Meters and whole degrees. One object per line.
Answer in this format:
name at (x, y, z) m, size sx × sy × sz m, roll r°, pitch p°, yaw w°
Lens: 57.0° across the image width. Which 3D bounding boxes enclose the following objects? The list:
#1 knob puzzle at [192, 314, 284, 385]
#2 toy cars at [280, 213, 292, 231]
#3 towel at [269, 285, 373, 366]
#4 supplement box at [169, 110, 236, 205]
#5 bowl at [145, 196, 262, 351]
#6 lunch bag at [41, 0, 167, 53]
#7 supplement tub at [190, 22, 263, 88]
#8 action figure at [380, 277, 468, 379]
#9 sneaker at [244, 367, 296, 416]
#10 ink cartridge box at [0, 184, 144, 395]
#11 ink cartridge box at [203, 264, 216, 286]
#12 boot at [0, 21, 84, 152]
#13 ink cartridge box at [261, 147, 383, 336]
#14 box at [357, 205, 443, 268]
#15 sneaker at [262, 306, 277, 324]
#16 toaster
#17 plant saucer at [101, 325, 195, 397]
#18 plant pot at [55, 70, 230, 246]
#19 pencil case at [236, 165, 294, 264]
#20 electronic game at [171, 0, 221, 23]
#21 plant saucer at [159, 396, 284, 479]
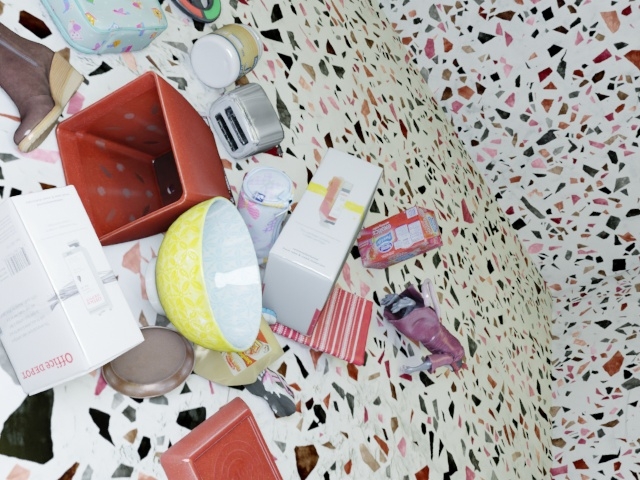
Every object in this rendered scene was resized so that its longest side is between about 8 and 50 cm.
knob puzzle at (-0.200, 0.233, 1.306) m, size 0.213 × 0.030 × 0.213 m, roll 5°, pitch 80°, yaw -25°
toy cars at (0.011, 0.094, 1.697) m, size 0.176 × 0.087 × 0.394 m, roll -9°, pitch 77°, yaw -57°
towel at (0.010, 0.204, 1.573) m, size 0.274 × 0.031 × 0.199 m, roll 24°, pitch 54°, yaw -13°
supplement box at (-0.299, -0.169, 1.386) m, size 0.073 × 0.130 × 0.240 m, roll -8°, pitch 78°, yaw -57°
bowl at (-0.230, 0.073, 1.107) m, size 0.289 × 0.156 × 0.290 m, roll -11°, pitch 90°, yaw -77°
lunch bag at (-0.501, -0.552, 1.362) m, size 0.224 × 0.108 × 0.279 m, roll 57°, pitch 32°, yaw -5°
supplement tub at (-0.257, -0.523, 1.655) m, size 0.144 × 0.144 × 0.200 m, roll 55°, pitch 35°, yaw -16°
action figure at (0.375, 0.298, 1.938) m, size 0.370 × 0.275 × 0.248 m, roll 43°, pitch 31°, yaw -9°
sneaker at (-0.125, 0.334, 1.390) m, size 0.178 × 0.072 × 0.077 m, roll 55°, pitch 11°, yaw -14°
ink cartridge box at (-0.440, 0.083, 0.956) m, size 0.117 × 0.207 × 0.283 m, roll -26°, pitch 92°, yaw -55°
ink cartridge box at (-0.259, 0.041, 1.310) m, size 0.128 × 0.127 × 0.176 m, roll 55°, pitch 33°, yaw -17°
boot at (-0.592, -0.299, 1.124) m, size 0.206 × 0.090 × 0.248 m, roll 31°, pitch 46°, yaw -24°
ink cartridge box at (0.000, 0.000, 1.486) m, size 0.160 × 0.279 × 0.385 m, roll 24°, pitch 52°, yaw 5°
box at (0.258, -0.005, 1.952) m, size 0.122 × 0.256 × 0.128 m, roll 11°, pitch 61°, yaw -49°
sneaker at (-0.184, 0.193, 1.388) m, size 0.190 × 0.071 × 0.083 m, roll 16°, pitch 63°, yaw -40°
toaster at (-0.202, -0.318, 1.624) m, size 0.146 × 0.129 × 0.227 m, roll -34°, pitch 101°, yaw -53°
plant saucer at (-0.321, 0.222, 1.105) m, size 0.168 × 0.168 × 0.029 m, roll 40°, pitch 8°, yaw -34°
plant pot at (-0.338, -0.142, 1.218) m, size 0.235 × 0.267 × 0.267 m, roll 11°, pitch 61°, yaw -65°
pencil case at (-0.140, -0.054, 1.411) m, size 0.124 × 0.273 × 0.113 m, roll 24°, pitch 53°, yaw 1°
electronic game at (-0.377, -0.736, 1.708) m, size 0.229 × 0.048 × 0.229 m, roll 33°, pitch 45°, yaw -41°
plant saucer at (-0.177, 0.490, 1.219) m, size 0.258 × 0.047 × 0.259 m, roll -26°, pitch 93°, yaw -57°
